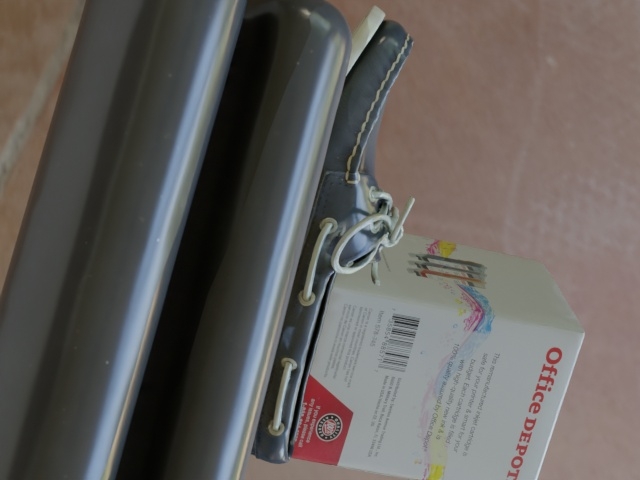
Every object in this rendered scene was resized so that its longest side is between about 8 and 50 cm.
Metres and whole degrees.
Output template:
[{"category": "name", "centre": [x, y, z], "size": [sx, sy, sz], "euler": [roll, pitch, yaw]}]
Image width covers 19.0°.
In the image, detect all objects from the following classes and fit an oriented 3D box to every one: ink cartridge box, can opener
[{"category": "ink cartridge box", "centre": [0.065, 0.076, 1.268], "size": [0.176, 0.127, 0.128], "euler": [12, 110, -11]}, {"category": "can opener", "centre": [-0.041, 0.067, 0.456], "size": [0.076, 0.095, 0.283], "euler": [21, 81, -39]}]

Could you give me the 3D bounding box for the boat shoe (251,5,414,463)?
[{"category": "boat shoe", "centre": [0.000, 0.000, 1.034], "size": [0.079, 0.095, 0.254], "euler": [25, 95, 4]}]
